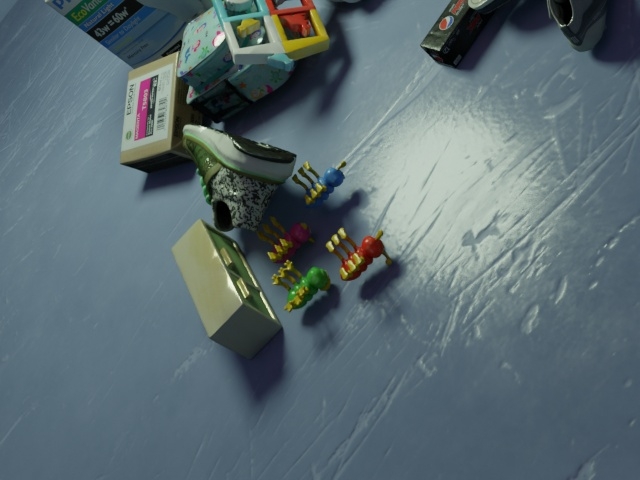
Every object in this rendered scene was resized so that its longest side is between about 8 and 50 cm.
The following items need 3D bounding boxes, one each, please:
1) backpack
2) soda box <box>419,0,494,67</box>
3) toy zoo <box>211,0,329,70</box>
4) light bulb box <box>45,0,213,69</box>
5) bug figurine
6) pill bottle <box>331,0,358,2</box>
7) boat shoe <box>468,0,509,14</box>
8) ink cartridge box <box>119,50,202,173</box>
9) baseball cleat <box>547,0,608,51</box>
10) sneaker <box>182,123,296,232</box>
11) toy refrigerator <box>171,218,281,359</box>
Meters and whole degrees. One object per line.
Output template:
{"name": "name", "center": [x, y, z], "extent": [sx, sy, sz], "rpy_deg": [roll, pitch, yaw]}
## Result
{"name": "backpack", "center": [-0.169, -0.395, 1.827], "extent": [0.254, 0.191, 0.225], "rpy_deg": [-19, 50, 29]}
{"name": "soda box", "center": [0.248, -0.383, 1.494], "extent": [0.168, 0.053, 0.060], "rpy_deg": [-55, 39, -1]}
{"name": "toy zoo", "center": [-0.103, -0.442, 1.719], "extent": [0.193, 0.030, 0.293], "rpy_deg": [-13, 59, -14]}
{"name": "light bulb box", "center": [-0.389, -0.618, 2.055], "extent": [0.358, 0.361, 0.225], "rpy_deg": [-31, 45, 27]}
{"name": "bug figurine", "center": [0.000, 0.000, 1.457], "extent": [0.216, 0.072, 0.279], "rpy_deg": [-43, 42, 17]}
{"name": "pill bottle", "center": [0.023, -0.561, 1.793], "extent": [0.117, 0.118, 0.208], "rpy_deg": [-49, 40, 7]}
{"name": "boat shoe", "center": [0.357, -0.451, 1.413], "extent": [0.254, 0.079, 0.095], "rpy_deg": [-42, 39, 12]}
{"name": "ink cartridge box", "center": [-0.356, -0.285, 1.958], "extent": [0.193, 0.088, 0.234], "rpy_deg": [-9, 74, 41]}
{"name": "baseball cleat", "center": [0.394, -0.385, 1.305], "extent": [0.072, 0.109, 0.205], "rpy_deg": [-19, 49, 42]}
{"name": "sneaker", "center": [-0.187, -0.113, 1.646], "extent": [0.410, 0.158, 0.181], "rpy_deg": [27, 101, 67]}
{"name": "toy refrigerator", "center": [-0.169, 0.078, 1.548], "extent": [0.094, 0.102, 0.269], "rpy_deg": [-46, 39, 11]}
